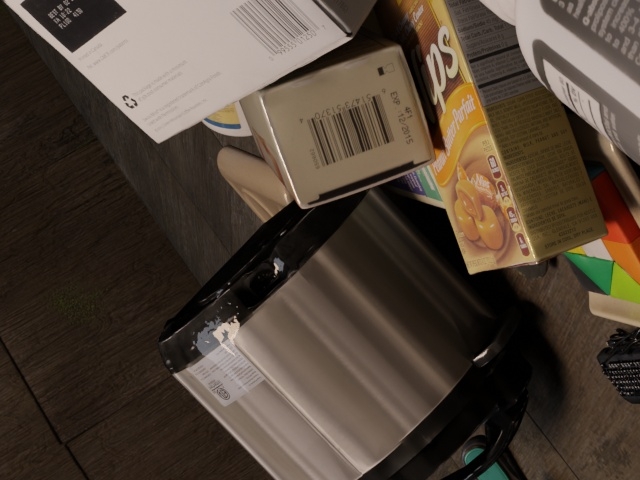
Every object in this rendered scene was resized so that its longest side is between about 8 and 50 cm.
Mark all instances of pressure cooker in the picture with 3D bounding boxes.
[{"bbox_3d":[0.045,0.164,1.872,0.420,0.375,0.370,46,171,-5],"label":"pressure cooker"}]

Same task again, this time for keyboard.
[{"bbox_3d":[0.341,0.142,1.573,0.100,0.038,0.192,59,164,0],"label":"keyboard"}]

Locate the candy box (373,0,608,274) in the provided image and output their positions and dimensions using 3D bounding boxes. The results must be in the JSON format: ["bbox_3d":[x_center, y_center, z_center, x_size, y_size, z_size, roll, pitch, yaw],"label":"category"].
[{"bbox_3d":[0.157,-0.132,1.413,0.183,0.087,0.316,159,90,-75],"label":"candy box"}]

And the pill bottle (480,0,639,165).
[{"bbox_3d":[0.257,-0.142,0.933,0.363,0.210,0.210,47,162,36],"label":"pill bottle"}]

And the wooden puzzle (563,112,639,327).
[{"bbox_3d":[0.276,-0.014,1.453,0.239,0.044,0.221,62,165,-14],"label":"wooden puzzle"}]

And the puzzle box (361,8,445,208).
[{"bbox_3d":[0.036,-0.237,1.769,0.409,0.052,0.272,63,164,-19],"label":"puzzle box"}]

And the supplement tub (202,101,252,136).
[{"bbox_3d":[-0.110,-0.246,1.841,0.144,0.144,0.200,47,161,37],"label":"supplement tub"}]

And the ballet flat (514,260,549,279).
[{"bbox_3d":[0.214,-0.035,1.636,0.173,0.057,0.049,62,-155,-12],"label":"ballet flat"}]

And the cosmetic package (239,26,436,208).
[{"bbox_3d":[0.003,-0.142,1.531,0.296,0.153,0.129,-122,12,-73],"label":"cosmetic package"}]

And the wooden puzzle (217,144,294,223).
[{"bbox_3d":[0.000,0.000,2.248,0.348,0.080,0.322,54,169,-22],"label":"wooden puzzle"}]

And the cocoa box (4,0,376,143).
[{"bbox_3d":[-0.098,-0.290,1.410,0.231,0.228,0.347,44,145,-19],"label":"cocoa box"}]

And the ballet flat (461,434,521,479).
[{"bbox_3d":[0.281,0.375,2.197,0.203,0.074,0.074,55,166,-12],"label":"ballet flat"}]
